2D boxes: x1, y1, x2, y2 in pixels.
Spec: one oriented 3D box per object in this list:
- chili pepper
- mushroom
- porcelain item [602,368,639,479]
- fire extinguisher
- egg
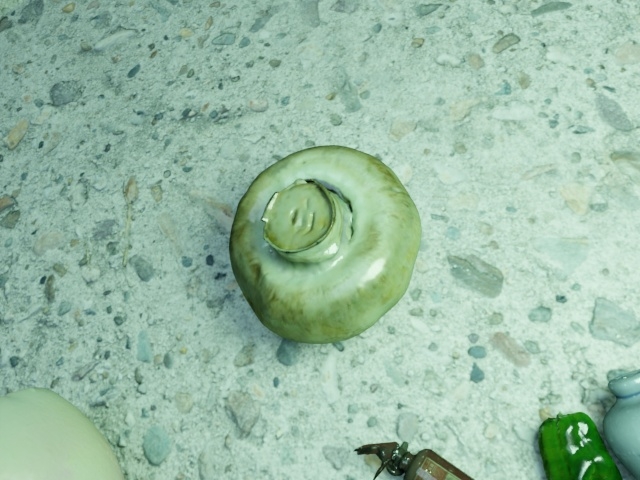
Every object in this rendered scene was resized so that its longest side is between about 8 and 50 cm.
[{"bbox_3d":[0.386,0.368,0.683,0.099,0.083,0.253,-19,66,-4],"label":"chili pepper"},{"bbox_3d":[0.000,0.000,0.847,0.352,0.260,0.352,-8,64,18],"label":"mushroom"},{"bbox_3d":[0.480,0.304,0.657,0.141,0.141,0.259,-22,71,5],"label":"porcelain item"},{"bbox_3d":[0.171,0.364,0.725,0.252,0.106,0.075,30,97,24],"label":"fire extinguisher"},{"bbox_3d":[-0.449,0.454,0.731,0.340,0.354,0.354,43,82,8],"label":"egg"}]
